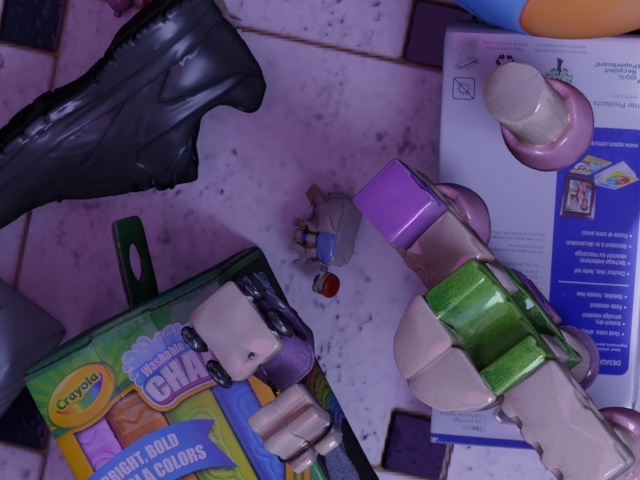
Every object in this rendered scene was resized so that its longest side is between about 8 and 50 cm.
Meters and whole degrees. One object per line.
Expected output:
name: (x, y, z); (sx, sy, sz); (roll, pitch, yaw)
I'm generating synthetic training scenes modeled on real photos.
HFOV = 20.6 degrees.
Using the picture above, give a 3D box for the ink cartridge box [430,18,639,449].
ink cartridge box: (0.171, -0.001, 1.360); (0.165, 0.065, 0.332); (4, 105, 7)

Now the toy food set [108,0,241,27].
toy food set: (-0.130, -0.197, 1.417); (0.078, 0.019, 0.122); (-40, 97, 10)

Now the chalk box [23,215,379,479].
chalk box: (-0.102, 0.120, 1.366); (0.179, 0.180, 0.289); (-28, 91, 9)

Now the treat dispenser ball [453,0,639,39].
treat dispenser ball: (0.178, -0.284, 1.228); (0.288, 0.288, 0.288); (1, 96, 7)

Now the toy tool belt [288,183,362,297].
toy tool belt: (0.000, 0.000, 1.409); (0.051, 0.052, 0.083); (18, 96, 37)

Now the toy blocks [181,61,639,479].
toy blocks: (0.132, 0.076, 1.238); (0.309, 0.260, 0.288); (-40, 74, 10)

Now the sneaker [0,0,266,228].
sneaker: (-0.168, -0.076, 1.394); (0.286, 0.109, 0.130); (-35, 109, 17)

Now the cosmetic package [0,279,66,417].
cosmetic package: (-0.397, 0.189, 1.395); (0.156, 0.217, 0.385); (38, 101, 2)
